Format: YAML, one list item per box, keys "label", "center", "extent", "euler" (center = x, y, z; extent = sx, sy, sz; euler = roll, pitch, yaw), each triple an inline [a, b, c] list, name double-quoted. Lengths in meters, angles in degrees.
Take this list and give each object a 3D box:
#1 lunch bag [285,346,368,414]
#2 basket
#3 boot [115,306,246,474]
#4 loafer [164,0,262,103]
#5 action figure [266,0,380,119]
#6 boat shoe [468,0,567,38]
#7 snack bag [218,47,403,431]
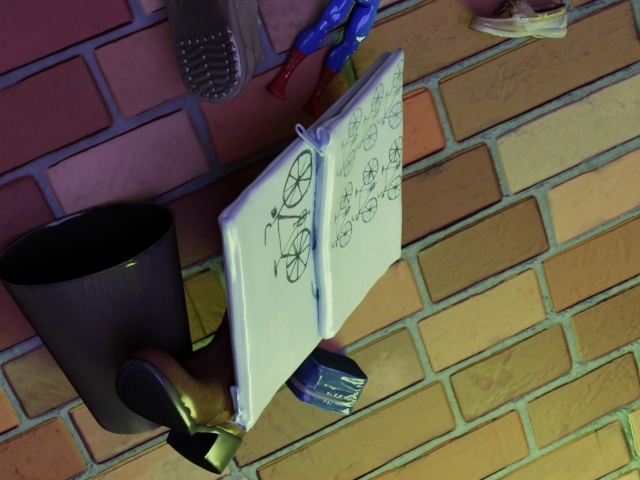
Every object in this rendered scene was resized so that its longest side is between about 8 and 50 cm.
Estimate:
- label: "lunch bag"
  center: [0.008, 0.181, 1.544]
  extent: [0.098, 0.067, 0.065]
  euler: [21, 103, -27]
- label: "basket"
  center: [-0.233, 0.095, 1.378]
  extent: [0.204, 0.154, 0.226]
  euler: [-15, 120, -2]
- label: "boot"
  center: [-0.095, 0.094, 1.352]
  extent: [0.280, 0.096, 0.264]
  euler: [-61, 146, -20]
- label: "loafer"
  center: [-0.120, -0.282, 1.293]
  extent: [0.102, 0.092, 0.268]
  euler: [-2, 100, 17]
- label: "action figure"
  center: [0.056, -0.260, 1.343]
  extent: [0.091, 0.139, 0.280]
  euler: [26, 99, -28]
- label: "boat shoe"
  center: [0.237, -0.267, 1.454]
  extent: [0.135, 0.050, 0.045]
  euler: [-5, 110, -29]
- label: "snack bag"
  center: [0.000, 0.000, 1.330]
  extent: [0.342, 0.037, 0.323]
  euler: [-47, 149, -40]
